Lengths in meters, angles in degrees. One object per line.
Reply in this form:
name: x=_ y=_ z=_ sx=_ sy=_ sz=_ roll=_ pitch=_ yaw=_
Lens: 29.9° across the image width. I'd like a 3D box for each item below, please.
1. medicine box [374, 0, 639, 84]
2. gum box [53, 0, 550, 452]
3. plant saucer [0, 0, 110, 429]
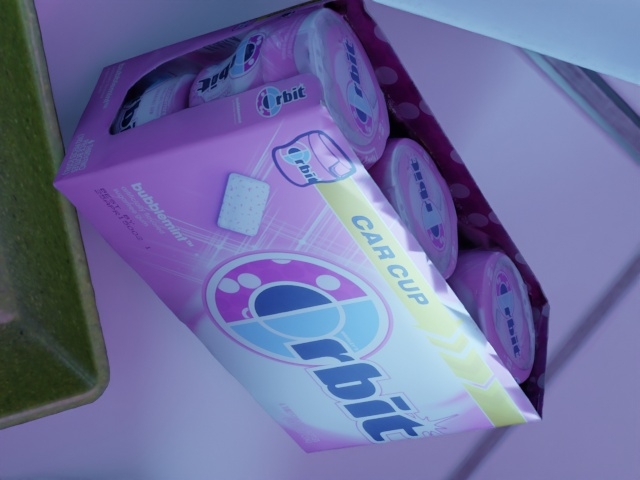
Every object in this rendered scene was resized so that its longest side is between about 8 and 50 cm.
medicine box: x=0.075 y=-0.201 z=0.372 sx=0.289 sy=0.149 sz=0.263 roll=11 pitch=109 yaw=-28
gum box: x=0.000 y=0.000 z=0.446 sx=0.107 sy=0.062 sz=0.188 roll=-13 pitch=134 yaw=28
plant saucer: x=-0.182 y=-0.007 z=0.409 sx=0.188 sy=0.045 sz=0.188 roll=-15 pitch=118 yaw=-18
